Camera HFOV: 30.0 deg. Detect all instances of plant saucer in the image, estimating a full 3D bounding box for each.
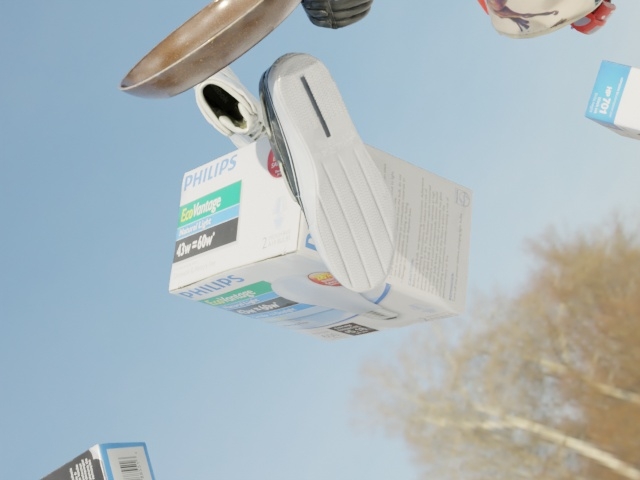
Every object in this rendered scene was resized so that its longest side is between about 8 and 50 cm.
[{"bbox_3d":[-0.133,-0.278,1.595,0.050,0.310,0.311,55,-137,-19],"label":"plant saucer"}]

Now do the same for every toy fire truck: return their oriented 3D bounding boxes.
[{"bbox_3d":[0.344,-0.364,1.831,0.047,0.192,0.135,-17,-32,-53],"label":"toy fire truck"}]

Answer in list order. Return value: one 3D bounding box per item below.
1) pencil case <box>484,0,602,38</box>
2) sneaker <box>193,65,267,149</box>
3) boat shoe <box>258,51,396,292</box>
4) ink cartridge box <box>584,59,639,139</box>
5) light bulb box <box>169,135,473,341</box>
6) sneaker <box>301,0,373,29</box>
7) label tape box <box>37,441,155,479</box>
[{"bbox_3d":[0.266,-0.485,1.580,0.160,0.183,0.410,-125,11,-60],"label":"pencil case"},{"bbox_3d":[-0.135,-0.206,2.201,0.108,0.292,0.169,-41,25,11],"label":"sneaker"},{"bbox_3d":[0.010,-0.094,1.624,0.119,0.121,0.335,6,115,71],"label":"boat shoe"},{"bbox_3d":[0.455,-0.160,1.520,0.139,0.190,0.082,11,-81,-55],"label":"ink cartridge box"},{"bbox_3d":[0.000,0.000,1.981,0.361,0.358,0.225,20,-114,-35],"label":"light bulb box"},{"bbox_3d":[-0.031,-0.384,1.802,0.295,0.105,0.147,-9,-46,-22],"label":"sneaker"},{"bbox_3d":[-0.384,0.491,1.882,0.105,0.333,0.241,7,-123,-51],"label":"label tape box"}]
